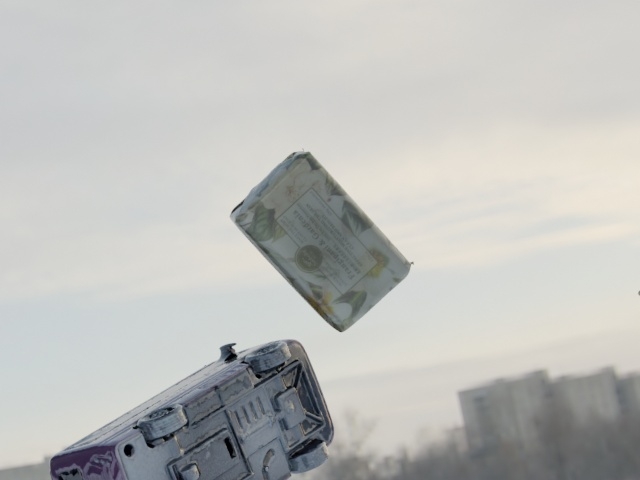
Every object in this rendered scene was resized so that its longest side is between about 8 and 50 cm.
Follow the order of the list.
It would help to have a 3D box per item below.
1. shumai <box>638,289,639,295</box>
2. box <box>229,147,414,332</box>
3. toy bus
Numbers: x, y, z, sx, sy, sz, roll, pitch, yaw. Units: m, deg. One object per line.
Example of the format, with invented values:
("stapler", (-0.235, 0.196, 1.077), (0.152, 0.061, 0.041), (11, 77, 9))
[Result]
("shumai", (0.248, 0.064, 1.121), (0.083, 0.080, 0.082), (18, -70, -52))
("box", (0.000, 0.000, 0.935), (0.062, 0.098, 0.045), (-45, 11, -4))
("toy bus", (-0.077, 0.128, 1.007), (0.098, 0.087, 0.178), (-15, 9, 42))
